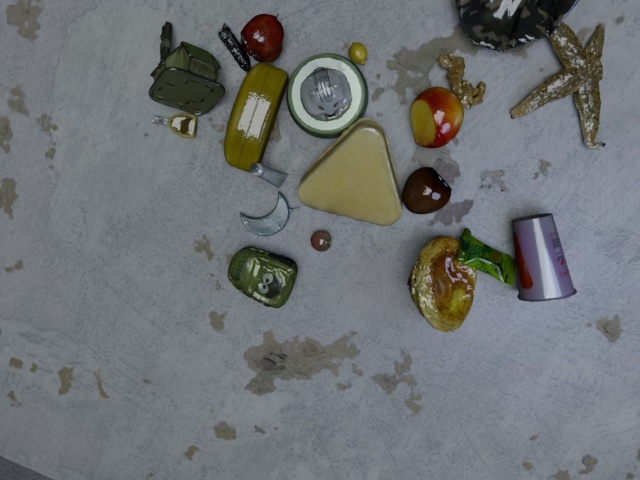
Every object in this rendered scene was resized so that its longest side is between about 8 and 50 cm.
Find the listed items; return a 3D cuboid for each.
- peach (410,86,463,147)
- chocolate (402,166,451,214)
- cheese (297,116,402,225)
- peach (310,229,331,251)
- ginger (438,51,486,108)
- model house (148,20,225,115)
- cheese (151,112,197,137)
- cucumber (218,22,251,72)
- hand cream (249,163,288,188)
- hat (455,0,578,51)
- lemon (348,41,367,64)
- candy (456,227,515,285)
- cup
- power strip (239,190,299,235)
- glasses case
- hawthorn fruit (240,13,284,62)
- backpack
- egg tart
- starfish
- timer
[{"bbox_3d":[0.384,-0.411,1.564,0.190,0.190,0.192,40,94,-6],"label":"peach"},{"bbox_3d":[0.368,-0.169,1.640,0.177,0.177,0.176,1,103,3],"label":"chocolate"},{"bbox_3d":[0.132,-0.243,1.598,0.384,0.104,0.383,4,124,6],"label":"cheese"},{"bbox_3d":[0.001,0.002,1.731,0.083,0.083,0.083,1,103,3],"label":"peach"},{"bbox_3d":[0.486,-0.541,1.580,0.193,0.052,0.176,14,73,-11],"label":"ginger"},{"bbox_3d":[-0.457,-0.618,1.603,0.205,0.218,0.278,-22,65,45],"label":"model house"},{"bbox_3d":[-0.532,-0.427,1.684,0.163,0.036,0.086,11,102,0],"label":"cheese"},{"bbox_3d":[-0.295,-0.666,1.614,0.053,0.053,0.181,-34,102,10],"label":"cucumber"},{"bbox_3d":[-0.182,-0.233,1.644,0.042,0.194,0.067,38,100,26],"label":"hand cream"},{"bbox_3d":[0.644,-0.833,1.495,0.366,0.257,0.381,20,67,14],"label":"hat"},{"bbox_3d":[0.129,-0.640,1.587,0.062,0.062,0.083,-26,97,8],"label":"lemon"},{"bbox_3d":[0.606,0.070,1.691,0.246,0.149,0.069,27,146,-4],"label":"candy"},{"bbox_3d":[0.782,0.056,1.658,0.203,0.203,0.288,-12,95,6],"label":"cup"},{"bbox_3d":[-0.185,-0.093,1.737,0.216,0.044,0.137,-26,101,9],"label":"power strip"},{"bbox_3d":[-0.233,-0.423,1.598,0.141,0.173,0.371,20,103,-4],"label":"glasses case"},{"bbox_3d":[-0.187,-0.690,1.558,0.148,0.148,0.172,26,86,-3],"label":"hawthorn fruit"},{"bbox_3d":[-0.219,0.128,1.746,0.253,0.140,0.207,24,103,4],"label":"backpack"},{"bbox_3d":[0.429,0.157,1.675,0.150,0.352,0.352,-8,107,50],"label":"egg tart"},{"bbox_3d":[0.826,-0.531,1.571,0.324,0.082,0.432,1,105,-1],"label":"starfish"},{"bbox_3d":[0.018,-0.475,1.503,0.291,0.315,0.290,1,104,2],"label":"timer"}]
